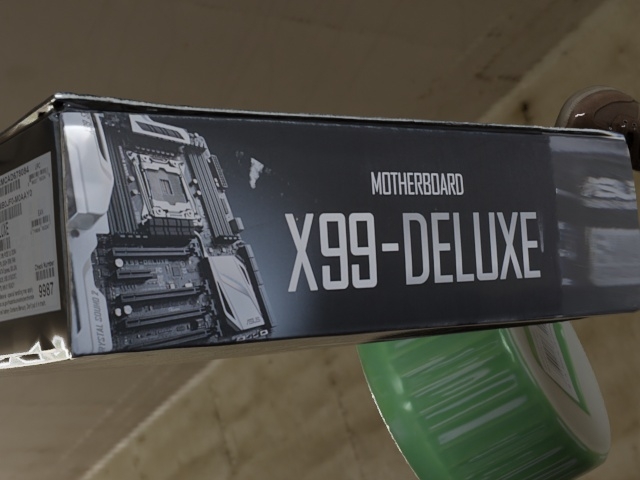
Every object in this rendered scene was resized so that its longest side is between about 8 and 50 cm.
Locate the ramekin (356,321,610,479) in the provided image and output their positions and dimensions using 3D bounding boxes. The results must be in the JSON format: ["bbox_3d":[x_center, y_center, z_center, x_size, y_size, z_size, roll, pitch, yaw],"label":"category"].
[{"bbox_3d":[0.176,0.133,1.186,0.148,0.303,0.303,-29,-22,20],"label":"ramekin"}]

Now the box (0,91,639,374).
[{"bbox_3d":[-0.057,0.015,0.498,0.242,0.077,0.307,-2,-7,-35],"label":"box"}]

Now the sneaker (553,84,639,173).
[{"bbox_3d":[0.277,-0.086,0.963,0.188,0.071,0.066,4,-72,-42],"label":"sneaker"}]
